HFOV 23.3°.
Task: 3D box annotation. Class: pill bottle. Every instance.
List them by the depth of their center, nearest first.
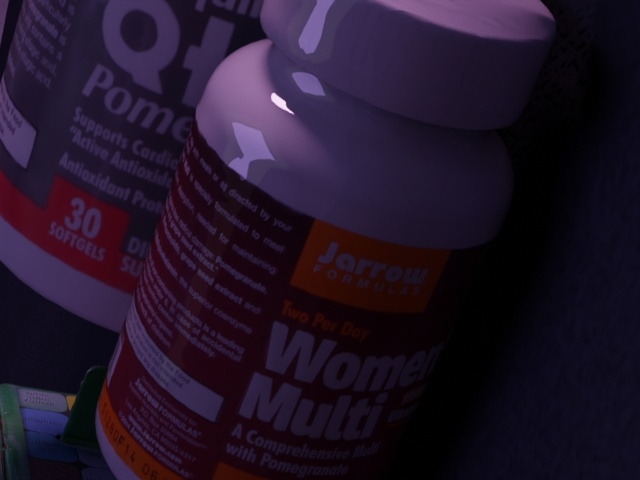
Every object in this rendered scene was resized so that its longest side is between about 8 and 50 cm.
[{"bbox_3d":[0.000,0.000,0.585,0.121,0.121,0.221,-107,35,-58],"label":"pill bottle"},{"bbox_3d":[-0.031,-0.126,0.677,0.176,0.176,0.318,-108,35,-58],"label":"pill bottle"}]

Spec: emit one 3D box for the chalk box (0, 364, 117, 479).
[{"bbox_3d":[-0.121,0.162,0.826,0.132,0.132,0.213,-127,53,-67],"label":"chalk box"}]
